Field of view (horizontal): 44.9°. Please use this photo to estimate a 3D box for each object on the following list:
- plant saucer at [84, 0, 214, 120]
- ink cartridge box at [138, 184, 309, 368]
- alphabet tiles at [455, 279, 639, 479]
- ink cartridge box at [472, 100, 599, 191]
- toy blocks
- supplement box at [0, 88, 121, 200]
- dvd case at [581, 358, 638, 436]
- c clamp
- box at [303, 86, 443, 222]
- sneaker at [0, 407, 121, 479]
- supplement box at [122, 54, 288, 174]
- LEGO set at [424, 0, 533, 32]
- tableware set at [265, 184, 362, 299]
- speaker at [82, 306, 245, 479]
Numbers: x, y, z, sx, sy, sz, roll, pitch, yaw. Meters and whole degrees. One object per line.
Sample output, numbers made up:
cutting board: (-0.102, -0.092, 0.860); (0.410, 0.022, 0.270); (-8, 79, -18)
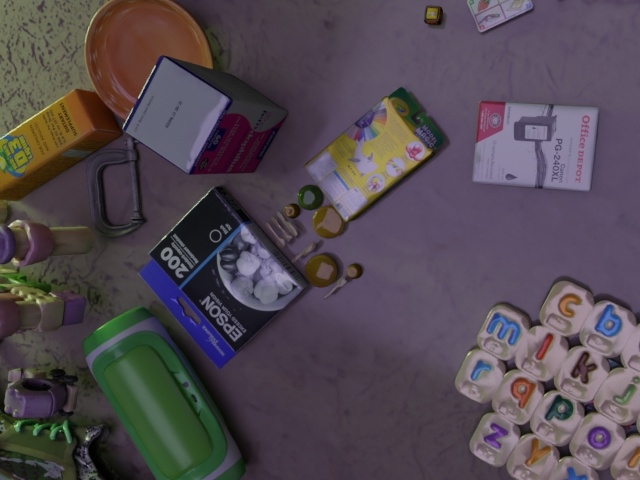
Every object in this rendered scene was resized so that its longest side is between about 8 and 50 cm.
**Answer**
plant saucer: (-0.249, -0.265, 1.143); (0.200, 0.037, 0.199); (5, 115, 12)
ink cartridge box: (-0.157, 0.061, 1.167); (0.208, 0.045, 0.206); (-45, 82, 17)
alphabet tiles: (0.332, 0.207, 1.031); (0.284, 0.021, 0.277); (28, 103, 19)
ink cartridge box: (0.280, -0.123, 1.006); (0.151, 0.063, 0.109); (6, 97, 17)
toy blocks: (-0.531, 0.100, 1.139); (0.289, 0.260, 0.308); (15, 100, 32)
supplement box: (-0.434, -0.146, 1.214); (0.234, 0.080, 0.078); (-28, 84, 19)
dvd case: (0.388, 0.225, 1.033); (0.087, 0.013, 0.119); (30, 104, 12)
c clamp: (-0.308, -0.083, 1.210); (0.137, 0.022, 0.160); (2, 95, 16)
box: (0.077, -0.120, 1.080); (0.179, 0.043, 0.105); (-39, 83, 19)
sneaker: (-0.423, 0.343, 1.245); (0.410, 0.158, 0.182); (41, 85, 7)
supplement box: (-0.148, -0.164, 1.051); (0.114, 0.220, 0.111); (34, 104, 10)
LEGO set: (0.229, -0.380, 1.003); (0.244, 0.060, 0.182); (-22, 85, 18)
tableware set: (0.000, 0.000, 1.126); (0.104, 0.024, 0.154); (-41, 82, 13)
speaker: (-0.236, 0.252, 1.167); (0.131, 0.131, 0.296); (-34, 85, 17)
